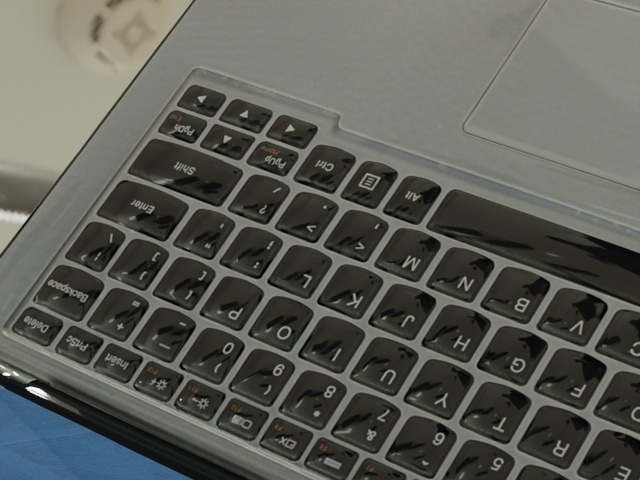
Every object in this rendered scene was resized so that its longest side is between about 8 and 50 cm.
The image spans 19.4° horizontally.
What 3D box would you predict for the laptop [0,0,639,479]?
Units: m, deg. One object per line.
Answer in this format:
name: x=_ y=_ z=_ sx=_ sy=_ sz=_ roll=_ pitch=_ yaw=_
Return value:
laptop: x=0.000 y=0.000 z=0.587 sx=0.408 sy=0.382 sz=0.236 roll=-56 pitch=-33 yaw=-21
